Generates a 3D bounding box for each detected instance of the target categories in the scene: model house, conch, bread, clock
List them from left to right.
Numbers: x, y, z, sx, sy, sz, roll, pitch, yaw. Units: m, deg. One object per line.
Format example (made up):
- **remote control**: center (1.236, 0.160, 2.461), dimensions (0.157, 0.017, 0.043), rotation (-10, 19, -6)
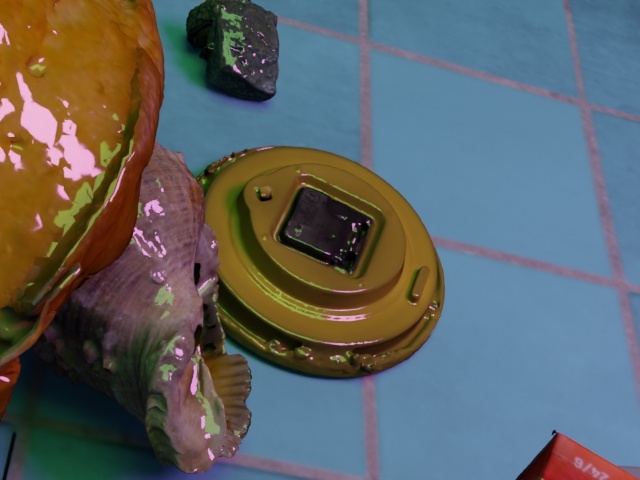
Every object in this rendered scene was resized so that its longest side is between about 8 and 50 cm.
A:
- **bread**: center (-0.259, -0.049, 0.662), dimensions (0.204, 0.337, 0.358), rotation (40, 25, -37)
- **conch**: center (-0.112, 0.046, 0.782), dimensions (0.178, 0.163, 0.245), rotation (6, 51, -48)
- **model house**: center (-0.080, -0.169, 1.056), dimensions (0.079, 0.066, 0.083), rotation (12, 64, -29)
- **clock**: center (0.000, 0.000, 0.938), dimensions (0.237, 0.057, 0.237), rotation (13, 48, -15)

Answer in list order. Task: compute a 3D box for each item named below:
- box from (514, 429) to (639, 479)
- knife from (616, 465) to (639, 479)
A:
- **box**: center (0.224, 0.234, 0.790), dimensions (0.229, 0.123, 0.050), rotation (31, 43, 3)
- **knife**: center (0.301, 0.219, 0.900), dimensions (0.331, 0.044, 0.080), rotation (18, 48, -5)
